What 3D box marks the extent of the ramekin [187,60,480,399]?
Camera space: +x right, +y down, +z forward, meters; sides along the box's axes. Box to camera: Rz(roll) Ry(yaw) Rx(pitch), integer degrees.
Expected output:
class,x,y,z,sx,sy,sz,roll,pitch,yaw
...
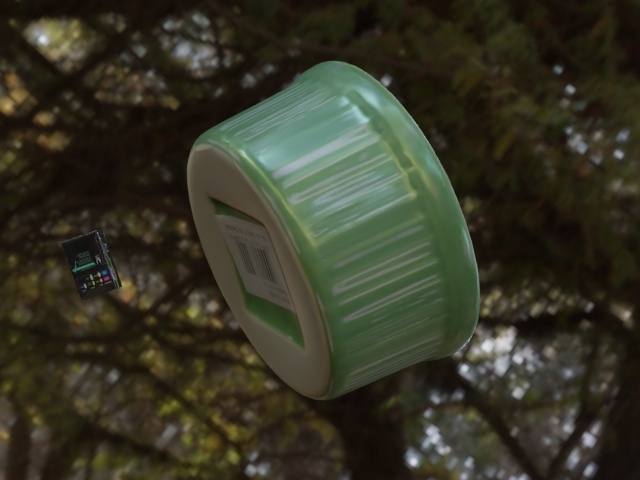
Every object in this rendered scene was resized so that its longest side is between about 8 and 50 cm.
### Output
class,x,y,z,sx,sy,sz,roll,pitch,yaw
ramekin,0.000,0.000,1.266,0.303,0.148,0.303,50,-25,34

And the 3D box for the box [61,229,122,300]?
class,x,y,z,sx,sy,sz,roll,pitch,yaw
box,-0.307,0.033,1.829,0.062,0.052,0.083,-126,-164,-89
